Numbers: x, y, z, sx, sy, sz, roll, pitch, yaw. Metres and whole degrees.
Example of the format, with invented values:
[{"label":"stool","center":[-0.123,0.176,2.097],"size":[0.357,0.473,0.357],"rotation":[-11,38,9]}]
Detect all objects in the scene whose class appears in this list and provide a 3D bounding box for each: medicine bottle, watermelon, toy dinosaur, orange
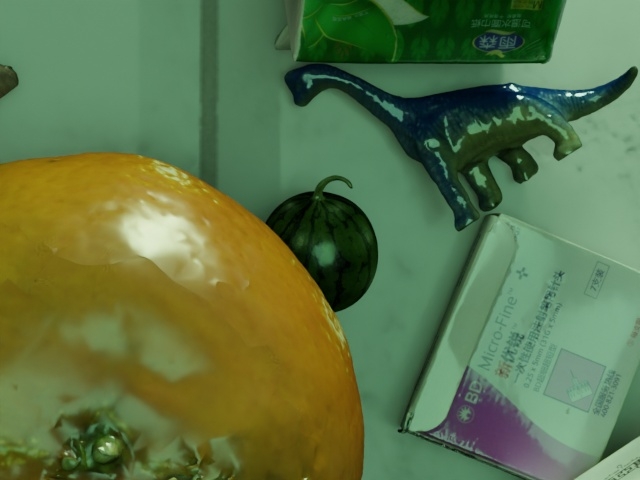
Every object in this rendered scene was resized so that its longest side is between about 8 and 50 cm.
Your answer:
[{"label":"medicine bottle","center":[0.175,0.097,1.578],"size":[0.171,0.052,0.201],"rotation":[24,87,-11]},{"label":"watermelon","center":[-0.003,0.005,1.514],"size":[0.109,0.109,0.109],"rotation":[-1,93,-10]},{"label":"toy dinosaur","center":[0.120,-0.122,1.548],"size":[0.248,0.075,0.188],"rotation":[-34,95,0]},{"label":"orange","center":[-0.177,0.143,1.377],"size":[0.424,0.326,0.424],"rotation":[-1,94,-9]}]

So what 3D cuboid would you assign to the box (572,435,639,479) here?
[{"label":"box","center":[0.309,0.289,1.555],"size":[0.194,0.111,0.260],"rotation":[-32,113,-8]}]

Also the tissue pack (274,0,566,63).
[{"label":"tissue pack","center":[0.074,-0.201,1.504],"size":[0.209,0.148,0.156],"rotation":[0,133,-11]}]

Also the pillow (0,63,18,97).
[{"label":"pillow","center":[-0.383,-0.107,1.451],"size":[0.223,0.084,0.236],"rotation":[38,89,-12]}]
